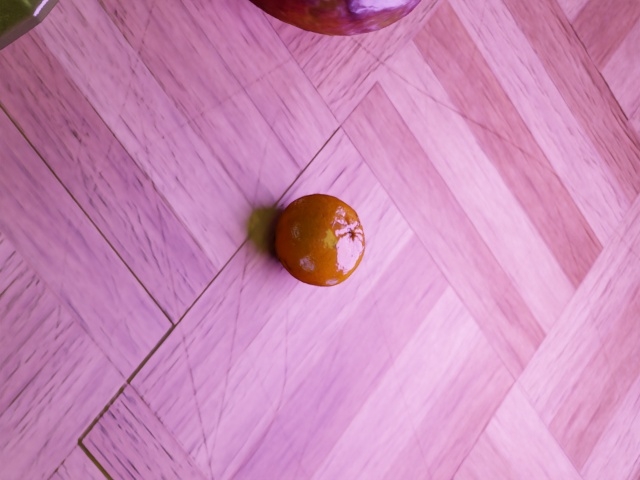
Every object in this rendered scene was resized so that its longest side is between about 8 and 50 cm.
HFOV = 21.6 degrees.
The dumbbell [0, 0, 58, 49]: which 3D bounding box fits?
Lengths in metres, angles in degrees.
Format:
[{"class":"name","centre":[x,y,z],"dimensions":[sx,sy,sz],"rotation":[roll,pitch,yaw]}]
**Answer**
[{"class":"dumbbell","centre":[-0.307,-0.269,1.202],"dimensions":[0.108,0.121,0.302],"rotation":[-44,118,-3]}]

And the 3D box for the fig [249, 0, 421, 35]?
[{"class":"fig","centre":[0.010,-0.291,1.416],"dimensions":[0.224,0.224,0.263],"rotation":[-45,121,-35]}]

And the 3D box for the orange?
[{"class":"orange","centre":[0.000,0.000,1.472],"dimensions":[0.083,0.070,0.083],"rotation":[10,76,-43]}]
